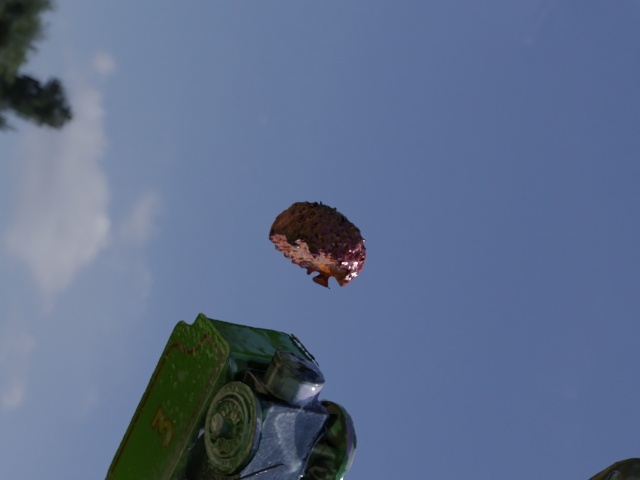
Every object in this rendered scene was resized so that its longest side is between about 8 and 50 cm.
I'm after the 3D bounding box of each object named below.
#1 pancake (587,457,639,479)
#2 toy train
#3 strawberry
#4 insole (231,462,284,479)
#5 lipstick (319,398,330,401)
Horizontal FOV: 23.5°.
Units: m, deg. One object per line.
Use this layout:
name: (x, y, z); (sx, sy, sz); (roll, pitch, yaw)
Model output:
pancake: (0.379, 0.374, 1.783); (0.050, 0.242, 0.241); (99, 8, -72)
toy train: (-0.103, 0.238, 1.753); (0.249, 0.173, 0.307); (46, -64, 48)
strawberry: (0.000, 0.000, 2.081); (0.086, 0.145, 0.145); (-50, -163, -12)
insole: (-0.147, 0.271, 1.605); (0.080, 0.232, 0.003); (137, -65, -74)
lipstick: (0.014, 0.246, 2.259); (0.094, 0.019, 0.019); (179, -66, -79)
